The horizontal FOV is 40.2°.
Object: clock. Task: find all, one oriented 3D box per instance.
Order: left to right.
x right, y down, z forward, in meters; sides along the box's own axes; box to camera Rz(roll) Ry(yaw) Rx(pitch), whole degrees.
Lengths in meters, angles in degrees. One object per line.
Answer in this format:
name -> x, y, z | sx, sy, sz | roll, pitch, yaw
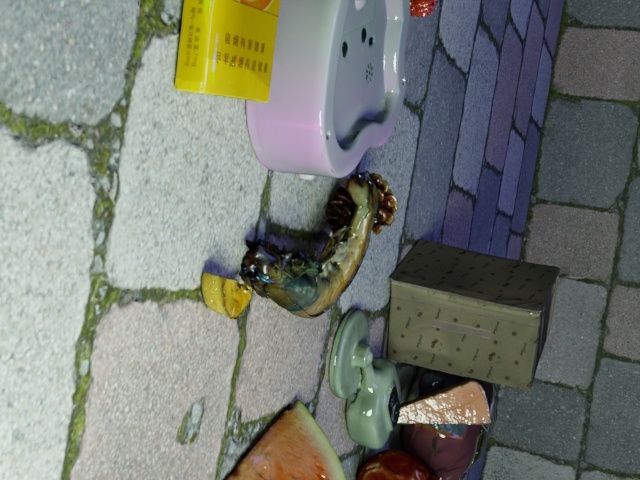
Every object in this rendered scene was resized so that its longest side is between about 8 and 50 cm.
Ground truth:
clock -> 0.021, -0.229, 1.117 | 0.338, 0.102, 0.338 | 10, 90, -69

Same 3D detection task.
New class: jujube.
jujube -> 0.155, 0.504, 1.721 | 0.250, 0.174, 0.174 | 40, 62, -54

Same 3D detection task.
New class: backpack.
backpack -> 0.281, 0.424, 1.950 | 0.283, 0.197, 0.317 | -9, 109, -70

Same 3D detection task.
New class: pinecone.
pinecone -> 0.059, -0.044, 1.307 | 0.109, 0.102, 0.102 | -50, 149, -21

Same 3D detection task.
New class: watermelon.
watermelon -> -0.069, 0.371, 1.197 | 0.128, 0.159, 0.303 | -47, 178, 34

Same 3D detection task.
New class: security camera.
security camera -> 0.084, 0.245, 1.538 | 0.301, 0.080, 0.157 | 73, 34, -45

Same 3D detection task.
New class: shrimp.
shrimp -> 0.000, 0.000, 1.159 | 0.222, 0.054, 0.290 | -60, 153, 5

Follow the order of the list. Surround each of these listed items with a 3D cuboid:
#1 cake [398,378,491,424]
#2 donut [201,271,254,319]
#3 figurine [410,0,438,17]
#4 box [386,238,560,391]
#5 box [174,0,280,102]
cake -> 0.216, 0.319, 1.713 | 0.109, 0.225, 0.090 | 80, 8, -84
donut -> -0.107, 0.056, 1.002 | 0.083, 0.038, 0.067 | -52, 143, -60
figurine -> 0.108, -0.418, 1.260 | 0.245, 0.110, 0.137 | 4, 97, -64
box -> 0.303, 0.142, 1.752 | 0.225, 0.297, 0.190 | -45, 143, -57
box -> -0.084, -0.282, 0.898 | 0.152, 0.043, 0.269 | -11, 110, -68
